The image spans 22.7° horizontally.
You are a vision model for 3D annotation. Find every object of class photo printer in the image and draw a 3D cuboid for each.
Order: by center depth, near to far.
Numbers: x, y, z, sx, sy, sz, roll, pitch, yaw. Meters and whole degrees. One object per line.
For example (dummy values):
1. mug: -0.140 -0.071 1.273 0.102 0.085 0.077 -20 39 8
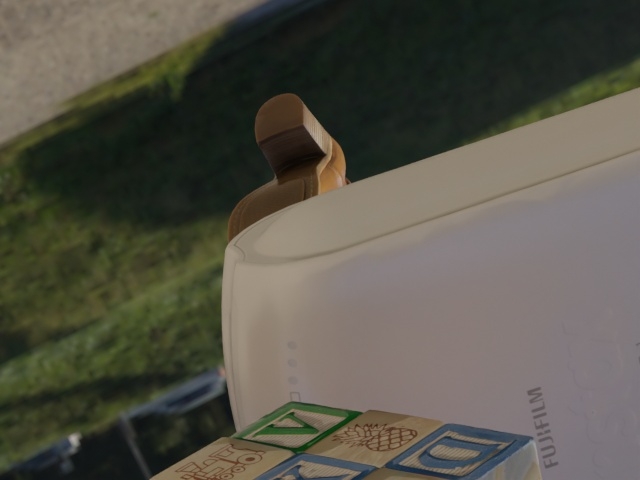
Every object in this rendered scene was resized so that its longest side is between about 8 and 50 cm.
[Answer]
1. photo printer: 0.109 0.068 0.818 0.307 0.256 0.107 -18 -159 -7

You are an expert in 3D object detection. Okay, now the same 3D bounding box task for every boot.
1. boot: 0.000 0.000 1.221 0.073 0.152 0.197 -12 -134 23

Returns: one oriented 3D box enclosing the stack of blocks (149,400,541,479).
1. stack of blocks: -0.070 0.155 0.556 0.171 0.087 0.297 4 -159 43
